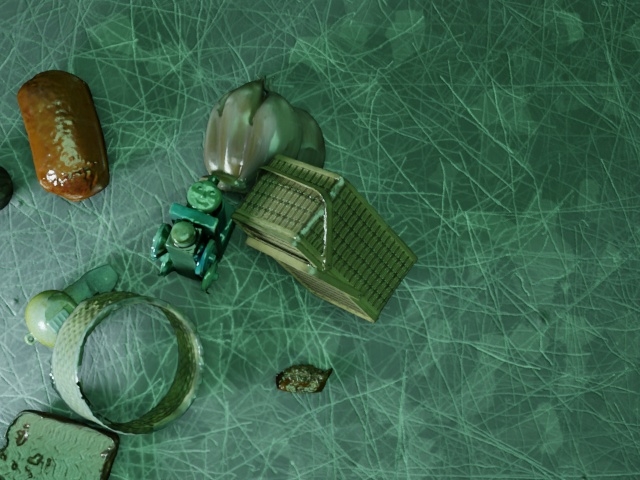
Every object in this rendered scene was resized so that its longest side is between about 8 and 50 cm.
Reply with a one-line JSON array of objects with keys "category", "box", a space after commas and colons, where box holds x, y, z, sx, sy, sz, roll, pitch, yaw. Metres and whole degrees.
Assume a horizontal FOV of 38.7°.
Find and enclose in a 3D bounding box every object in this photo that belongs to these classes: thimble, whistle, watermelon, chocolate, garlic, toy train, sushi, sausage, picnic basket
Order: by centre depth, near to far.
[{"category": "thimble", "box": [-0.364, 0.233, 1.730, 0.271, 0.150, 0.270, 0, 90, -32]}, {"category": "toy train", "box": [-0.234, -0.017, 1.752, 0.120, 0.298, 0.194, 21, 76, 1]}, {"category": "picnic basket", "box": [0.000, 0.000, 1.756, 0.175, 0.228, 0.313, -55, 132, -11]}, {"category": "chocolate", "box": [-0.509, 0.416, 1.765, 0.214, 0.093, 0.148, 19, 80, -6]}, {"category": "watermelon", "box": [-0.673, -0.099, 1.788, 0.133, 0.105, 0.105, -19, 87, -27]}, {"category": "sausage", "box": [-0.505, -0.210, 1.803, 0.141, 0.153, 0.267, -15, 86, -9]}, {"category": "whistle", "box": [-0.497, 0.129, 1.805, 0.123, 0.123, 0.223, 46, 61, -1]}, {"category": "sushi", "box": [-0.033, 0.282, 1.870, 0.120, 0.052, 0.055, 3, 98, -6]}, {"category": "garlic", "box": [-0.118, -0.199, 1.882, 0.238, 0.210, 0.291, 25, 84, 30]}]
